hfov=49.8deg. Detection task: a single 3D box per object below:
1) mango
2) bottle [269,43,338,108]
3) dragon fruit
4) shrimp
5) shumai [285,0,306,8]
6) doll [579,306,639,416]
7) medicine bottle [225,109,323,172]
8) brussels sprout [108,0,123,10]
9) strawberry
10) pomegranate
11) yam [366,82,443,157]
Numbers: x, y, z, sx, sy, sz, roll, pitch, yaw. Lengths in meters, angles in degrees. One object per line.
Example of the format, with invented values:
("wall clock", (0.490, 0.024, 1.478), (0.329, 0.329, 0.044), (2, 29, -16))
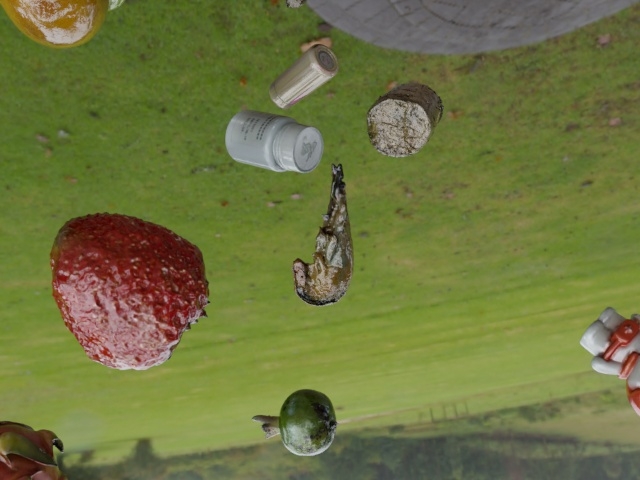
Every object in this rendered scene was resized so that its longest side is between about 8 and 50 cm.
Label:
("mango", (-0.460, -0.429, 1.165), (0.173, 0.211, 0.317), (-35, -158, -14))
("bottle", (-0.023, -0.203, 0.858), (0.045, 0.045, 0.096), (10, 156, -38))
("dragon fruit", (-0.573, 0.438, 1.253), (0.224, 0.224, 0.227), (-17, 151, 22))
("shrimp", (0.009, -0.002, 1.223), (0.117, 0.261, 0.066), (-12, -161, -29))
("shumai", (-0.009, -0.727, 1.757), (0.186, 0.218, 0.184), (-7, 151, 5))
("doll", (0.557, 0.221, 1.084), (0.161, 0.290, 0.129), (-37, 150, -27))
("medicine bottle", (-0.065, -0.140, 0.982), (0.130, 0.080, 0.080), (17, 176, 36))
("brussels sprout", (-0.566, -0.655, 1.657), (0.244, 0.243, 0.244), (-7, 159, -3))
("strawberry", (-0.322, 0.071, 1.126), (0.257, 0.257, 0.277), (-20, 141, 29))
("pomegranate", (-0.043, 0.332, 1.252), (0.162, 0.122, 0.122), (-7, 160, 11))
("yam", (0.166, -0.241, 1.354), (0.129, 0.128, 0.238), (-53, -179, 22))
